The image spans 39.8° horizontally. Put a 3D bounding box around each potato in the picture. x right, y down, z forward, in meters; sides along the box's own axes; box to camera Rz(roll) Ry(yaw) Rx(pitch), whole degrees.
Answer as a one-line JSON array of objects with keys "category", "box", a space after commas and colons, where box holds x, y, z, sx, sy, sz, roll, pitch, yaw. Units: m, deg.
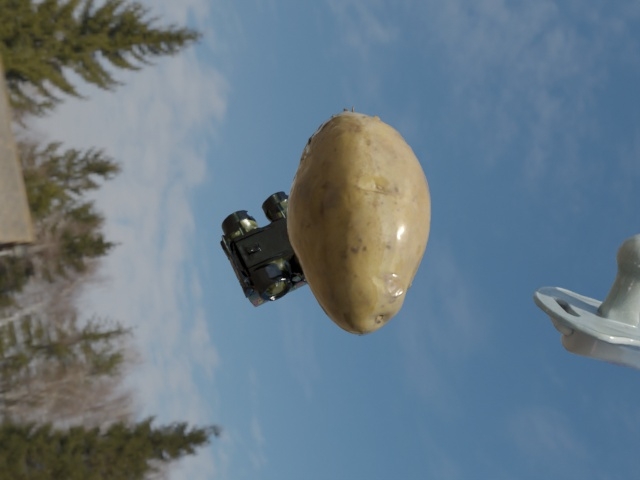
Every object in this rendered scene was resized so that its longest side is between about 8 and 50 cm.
[{"category": "potato", "box": [0.044, -0.025, 0.889, 0.161, 0.128, 0.234, -48, -139, 26]}]

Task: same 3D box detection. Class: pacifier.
[{"category": "pacifier", "box": [0.501, 0.092, 1.462, 0.238, 0.287, 0.225, -95, -156, -70]}]

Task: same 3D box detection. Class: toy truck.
[{"category": "toy truck", "box": [0.001, -0.003, 1.213, 0.127, 0.257, 0.127, 60, -7, 29]}]
